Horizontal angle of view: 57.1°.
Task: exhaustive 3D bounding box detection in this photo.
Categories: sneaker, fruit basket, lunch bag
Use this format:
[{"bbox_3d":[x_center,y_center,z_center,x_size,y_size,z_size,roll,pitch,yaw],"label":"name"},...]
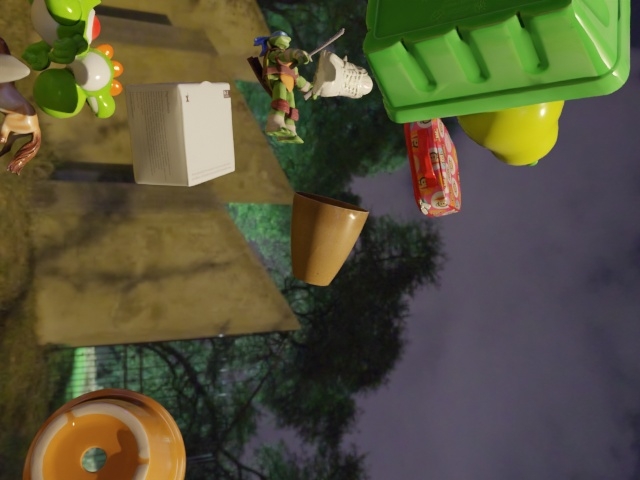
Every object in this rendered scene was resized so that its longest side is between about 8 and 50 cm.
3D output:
[{"bbox_3d":[0.052,-0.340,1.225,0.232,0.115,0.091,-61,166,-68],"label":"sneaker"},{"bbox_3d":[0.281,-0.290,0.913,0.392,0.391,0.283,163,-64,-65],"label":"fruit basket"},{"bbox_3d":[0.336,-0.222,1.762,0.120,0.258,0.293,-10,-98,22],"label":"lunch bag"}]

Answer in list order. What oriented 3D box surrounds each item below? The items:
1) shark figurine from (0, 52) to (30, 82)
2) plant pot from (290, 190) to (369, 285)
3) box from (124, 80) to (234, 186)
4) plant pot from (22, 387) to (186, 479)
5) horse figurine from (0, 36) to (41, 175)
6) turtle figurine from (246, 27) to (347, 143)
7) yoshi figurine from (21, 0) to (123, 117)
[{"bbox_3d":[-0.608,-0.211,0.900,0.278,0.166,0.116,-52,-170,-1],"label":"shark figurine"},{"bbox_3d":[0.000,0.000,1.809,0.237,0.237,0.255,33,-71,61],"label":"plant pot"},{"bbox_3d":[-0.260,-0.207,1.117,0.181,0.118,0.182,-37,129,-65],"label":"box"},{"bbox_3d":[-0.272,0.280,0.732,0.188,0.205,0.205,118,-36,-64],"label":"plant pot"},{"bbox_3d":[-0.656,-0.268,1.193,0.263,0.174,0.066,61,-13,-19],"label":"horse figurine"},{"bbox_3d":[-0.040,-0.379,1.441,0.198,0.274,0.267,-177,-88,-71],"label":"turtle figurine"},{"bbox_3d":[-0.568,-0.409,1.251,0.204,0.202,0.362,-87,168,-50],"label":"yoshi figurine"}]
